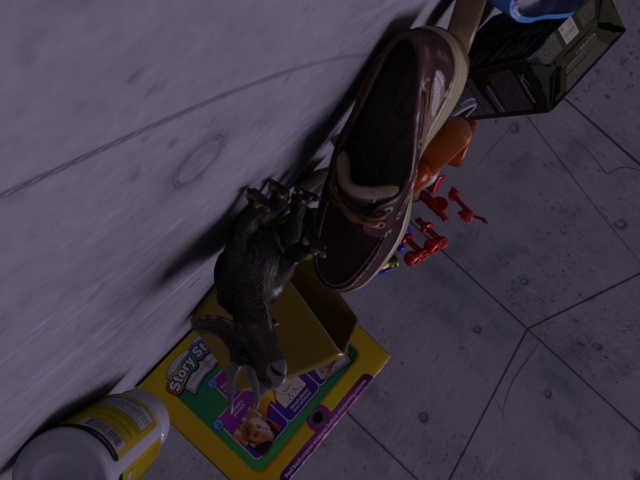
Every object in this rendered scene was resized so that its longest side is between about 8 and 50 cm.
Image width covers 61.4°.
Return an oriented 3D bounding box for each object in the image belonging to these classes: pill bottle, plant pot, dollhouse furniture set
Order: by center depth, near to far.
[{"bbox_3d":[-0.274,0.265,0.684,0.119,0.119,0.208,-47,176,2],"label":"pill bottle"},{"bbox_3d":[0.019,-0.121,0.735,0.151,0.059,0.076,-28,-170,16],"label":"dollhouse furniture set"},{"bbox_3d":[-0.082,0.124,0.897,0.187,0.212,0.212,-37,179,12],"label":"plant pot"}]

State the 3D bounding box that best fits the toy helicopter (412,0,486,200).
[{"bbox_3d":[0.158,-0.182,0.763,0.355,0.140,0.235,95,17,-59],"label":"toy helicopter"}]

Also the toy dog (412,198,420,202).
[{"bbox_3d":[0.212,-0.147,1.446,0.333,0.160,0.220,136,-33,-67],"label":"toy dog"}]

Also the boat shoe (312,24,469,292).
[{"bbox_3d":[0.053,-0.073,0.617,0.123,0.123,0.342,-31,150,-56],"label":"boat shoe"}]

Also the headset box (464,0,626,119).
[{"bbox_3d":[0.353,-0.334,0.997,0.218,0.110,0.293,-45,-158,-12],"label":"headset box"}]

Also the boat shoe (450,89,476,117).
[{"bbox_3d":[0.158,-0.164,1.021,0.118,0.103,0.320,-2,137,-52],"label":"boat shoe"}]

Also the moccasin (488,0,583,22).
[{"bbox_3d":[0.332,-0.379,0.737,0.342,0.137,0.117,-45,172,-47],"label":"moccasin"}]

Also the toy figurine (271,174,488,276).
[{"bbox_3d":[0.084,0.033,0.934,0.362,0.191,0.217,-23,145,-32],"label":"toy figurine"}]

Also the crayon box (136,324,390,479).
[{"bbox_3d":[-0.102,0.251,1.032,0.363,0.313,0.106,-46,177,-17],"label":"crayon box"}]

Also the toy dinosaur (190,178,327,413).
[{"bbox_3d":[-0.071,0.018,0.607,0.160,0.121,0.314,-50,-160,21],"label":"toy dinosaur"}]
